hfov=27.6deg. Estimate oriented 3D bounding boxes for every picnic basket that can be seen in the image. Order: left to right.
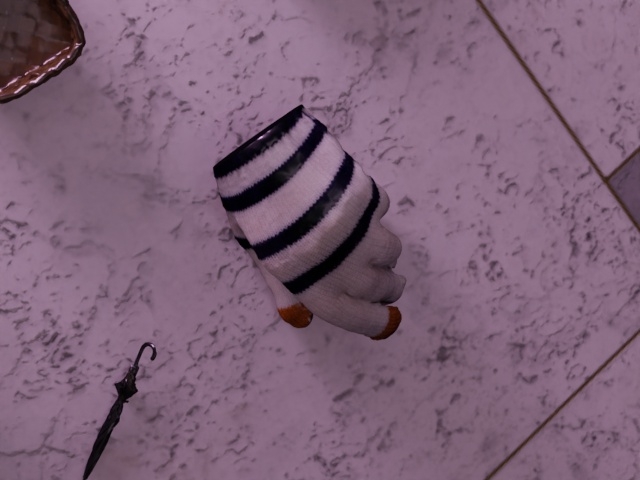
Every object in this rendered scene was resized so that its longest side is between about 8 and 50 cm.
[{"bbox_3d":[-0.278,-0.208,1.043,0.110,0.055,0.193,-35,108,-10],"label":"picnic basket"}]

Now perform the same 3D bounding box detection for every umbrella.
[{"bbox_3d":[-0.184,0.154,1.153,0.022,0.022,0.149,20,102,-57],"label":"umbrella"}]

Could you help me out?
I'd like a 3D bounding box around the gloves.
[{"bbox_3d":[0.006,-0.001,1.138,0.140,0.131,0.219,-37,99,-8],"label":"gloves"}]
